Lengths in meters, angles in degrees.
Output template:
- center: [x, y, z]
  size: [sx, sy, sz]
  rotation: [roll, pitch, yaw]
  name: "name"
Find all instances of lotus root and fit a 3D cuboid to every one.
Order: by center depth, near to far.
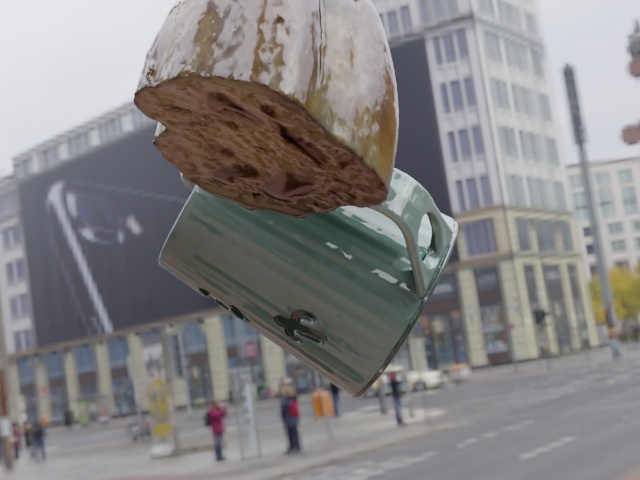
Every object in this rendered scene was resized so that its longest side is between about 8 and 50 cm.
- center: [-0.073, -0.188, 1.318]
  size: [0.316, 0.250, 0.316]
  rotation: [7, -20, 3]
  name: "lotus root"

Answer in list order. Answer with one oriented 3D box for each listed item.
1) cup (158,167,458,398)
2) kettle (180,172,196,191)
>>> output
- center: [0.004, -0.010, 1.712]
  size: [0.401, 0.392, 0.310]
  rotation: [-58, 4, 30]
  name: "cup"
- center: [-0.234, -0.153, 2.291]
  size: [0.098, 0.126, 0.148]
  rotation: [10, -19, -5]
  name: "kettle"
